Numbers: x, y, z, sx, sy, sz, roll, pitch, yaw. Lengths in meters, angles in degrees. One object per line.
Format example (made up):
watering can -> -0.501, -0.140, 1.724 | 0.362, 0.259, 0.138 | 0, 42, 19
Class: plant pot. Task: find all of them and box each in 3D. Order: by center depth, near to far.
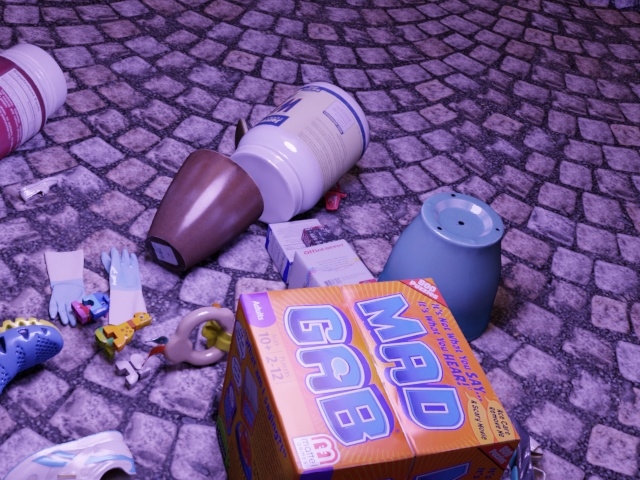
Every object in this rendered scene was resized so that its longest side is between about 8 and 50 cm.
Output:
plant pot -> 0.278, 0.046, 1.987 | 0.271, 0.255, 0.271 | 8, 40, -7
plant pot -> -0.277, -0.047, 2.007 | 0.215, 0.215, 0.230 | 26, 56, 16

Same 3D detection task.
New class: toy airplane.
toy airplane -> 0.005, -0.118, 2.283 | 0.151, 0.028, 0.151 | 8, 39, -6

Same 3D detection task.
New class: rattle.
rattle -> -0.276, 0.176, 1.795 | 0.200, 0.130, 0.143 | -17, 48, -19

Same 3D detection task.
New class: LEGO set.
LEGO set -> -0.389, 0.167, 1.770 | 0.093, 0.087, 0.227 | -24, 59, -34

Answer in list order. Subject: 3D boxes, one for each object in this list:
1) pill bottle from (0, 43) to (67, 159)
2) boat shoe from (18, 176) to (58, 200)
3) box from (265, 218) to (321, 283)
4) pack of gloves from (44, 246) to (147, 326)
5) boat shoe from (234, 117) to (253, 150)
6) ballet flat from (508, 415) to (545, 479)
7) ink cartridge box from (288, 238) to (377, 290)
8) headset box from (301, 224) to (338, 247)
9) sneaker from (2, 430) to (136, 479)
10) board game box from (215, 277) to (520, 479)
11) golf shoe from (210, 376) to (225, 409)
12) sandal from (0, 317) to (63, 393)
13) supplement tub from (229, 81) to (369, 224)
pill bottle -> -0.789, -0.304, 2.128 | 0.224, 0.224, 0.392 | 23, 40, 11
boat shoe -> -0.649, -0.117, 2.100 | 0.100, 0.035, 0.035 | -29, 82, -44
box -> -0.043, 0.024, 2.067 | 0.126, 0.072, 0.137 | -7, 43, -24
pack of gloves -> -0.472, 0.083, 1.898 | 0.195, 0.046, 0.232 | -2, 42, -19
boat shoe -> -0.167, -0.226, 2.331 | 0.073, 0.080, 0.223 | 1, 46, -23
ballet flat -> 0.388, 0.426, 1.713 | 0.074, 0.074, 0.203 | 9, 46, -5
ink cartridge box -> 0.029, 0.107, 1.944 | 0.128, 0.127, 0.176 | -12, 46, -26
headset box -> 0.000, 0.000, 2.024 | 0.062, 0.032, 0.083 | -12, 45, -30
sneaker -> -0.421, 0.396, 1.509 | 0.229, 0.087, 0.092 | -17, 50, -29
board game box -> 0.051, 0.322, 1.514 | 0.356, 0.356, 0.356 | -4, 43, -20
golf shoe -> -0.085, 0.264, 1.749 | 0.273, 0.105, 0.120 | -26, 61, -37
sandal -> -0.607, 0.245, 1.619 | 0.317, 0.126, 0.138 | -23, 55, -25
supplement tub -> -0.054, -0.209, 2.171 | 0.235, 0.235, 0.325 | 29, 49, 18
